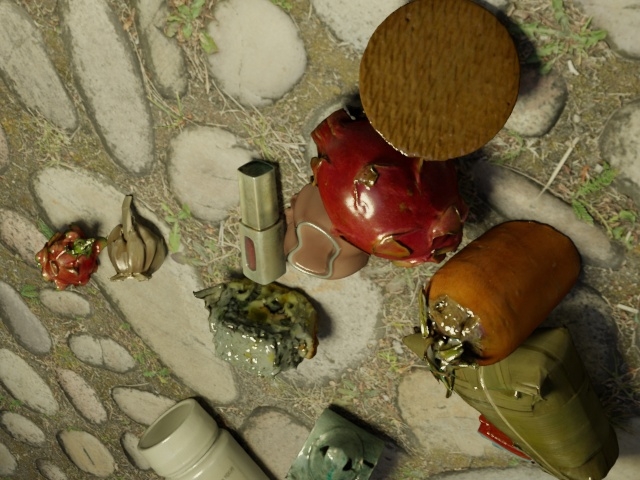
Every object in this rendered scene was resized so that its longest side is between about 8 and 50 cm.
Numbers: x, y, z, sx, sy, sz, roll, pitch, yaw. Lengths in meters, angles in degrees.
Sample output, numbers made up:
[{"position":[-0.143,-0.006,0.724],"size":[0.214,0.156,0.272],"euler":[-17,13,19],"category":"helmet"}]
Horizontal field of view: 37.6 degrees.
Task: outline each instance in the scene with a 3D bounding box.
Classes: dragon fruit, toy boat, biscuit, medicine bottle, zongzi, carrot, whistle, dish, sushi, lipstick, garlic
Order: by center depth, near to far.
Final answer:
[{"position":[0.188,-0.256,1.492],"size":[0.261,0.037,0.262],"euler":[1,95,9],"category":"biscuit"},{"position":[0.116,-0.092,1.624],"size":[0.250,0.250,0.315],"euler":[-16,96,39],"category":"dragon fruit"},{"position":[0.282,0.111,1.658],"size":[0.214,0.331,0.193],"euler":[11,135,47],"category":"carrot"},{"position":[0.000,0.000,1.854],"size":[0.213,0.090,0.213],"euler":[16,132,19],"category":"dish"},{"position":[0.402,0.349,1.857],"size":[0.418,0.181,0.447],"euler":[1,130,49],"category":"zongzi"},{"position":[-0.120,-0.037,1.901],"size":[0.079,0.077,0.253],"euler":[28,133,36],"category":"lipstick"},{"position":[0.407,0.415,1.957],"size":[0.172,0.069,0.059],"euler":[23,154,16],"category":"toy boat"},{"position":[-0.136,0.182,2.014],"size":[0.274,0.184,0.139],"euler":[18,131,20],"category":"sushi"},{"position":[-0.427,-0.002,2.108],"size":[0.131,0.127,0.194],"euler":[-11,93,16],"category":"garlic"},{"position":[-0.572,0.030,2.192],"size":[0.135,0.137,0.236],"euler":[43,132,-10],"category":"dragon fruit"},{"position":[0.017,0.555,2.216],"size":[0.168,0.188,0.405],"euler":[29,135,7],"category":"whistle"},{"position":[-0.281,0.604,2.421],"size":[0.211,0.211,0.371],"euler":[-26,109,42],"category":"medicine bottle"}]
